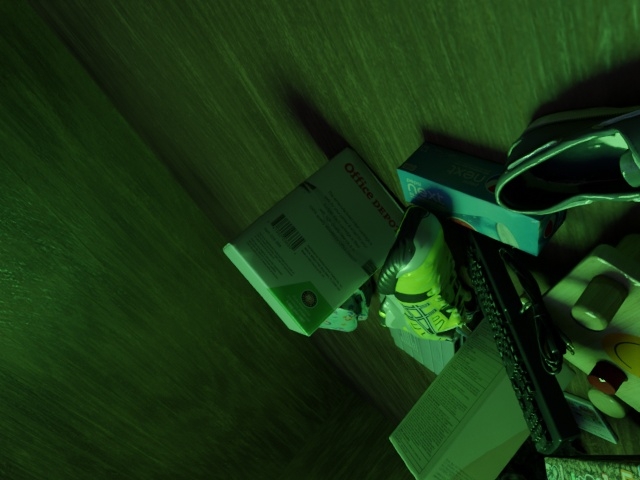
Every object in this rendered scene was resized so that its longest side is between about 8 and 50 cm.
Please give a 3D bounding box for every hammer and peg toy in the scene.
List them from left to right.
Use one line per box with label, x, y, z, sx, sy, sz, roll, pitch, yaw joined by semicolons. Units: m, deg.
hammer and peg toy;0.390;0.158;0.586;0.266;0.127;0.361;39;162;20

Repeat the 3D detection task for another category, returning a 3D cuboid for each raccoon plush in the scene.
raccoon plush;0.427;0.532;0.954;0.216;0.446;0.299;-23;112;43

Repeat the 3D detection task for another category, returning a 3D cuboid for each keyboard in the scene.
keyboard;0.259;0.108;0.600;0.201;0.033;0.317;82;179;-52

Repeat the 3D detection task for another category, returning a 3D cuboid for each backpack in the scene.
backpack;0.035;0.151;1.263;0.225;0.191;0.253;4;157;17

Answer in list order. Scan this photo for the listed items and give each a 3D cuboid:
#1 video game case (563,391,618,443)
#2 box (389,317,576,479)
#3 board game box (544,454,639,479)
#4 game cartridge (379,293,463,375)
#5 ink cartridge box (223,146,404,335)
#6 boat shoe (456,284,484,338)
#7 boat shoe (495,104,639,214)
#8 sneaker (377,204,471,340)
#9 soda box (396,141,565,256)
video game case;0.537;0.355;0.903;0.122;0.011;0.087;51;163;-18
box;0.283;0.300;0.799;0.121;0.311;0.148;40;179;-14
board game box;0.508;0.387;0.629;0.232;0.141;0.291;0;156;0
game cartridge;0.275;0.248;1.184;0.230;0.068;0.355;37;162;36
ink cartridge box;0.000;0.000;0.832;0.211;0.289;0.121;51;162;-6
boat shoe;0.281;0.133;0.885;0.183;0.066;0.066;43;162;5
boat shoe;0.285;-0.064;0.364;0.116;0.099;0.319;52;162;-20
sneaker;0.185;0.067;0.748;0.147;0.145;0.384;20;161;19
soda box;0.210;-0.062;0.599;0.210;0.067;0.071;31;158;40
